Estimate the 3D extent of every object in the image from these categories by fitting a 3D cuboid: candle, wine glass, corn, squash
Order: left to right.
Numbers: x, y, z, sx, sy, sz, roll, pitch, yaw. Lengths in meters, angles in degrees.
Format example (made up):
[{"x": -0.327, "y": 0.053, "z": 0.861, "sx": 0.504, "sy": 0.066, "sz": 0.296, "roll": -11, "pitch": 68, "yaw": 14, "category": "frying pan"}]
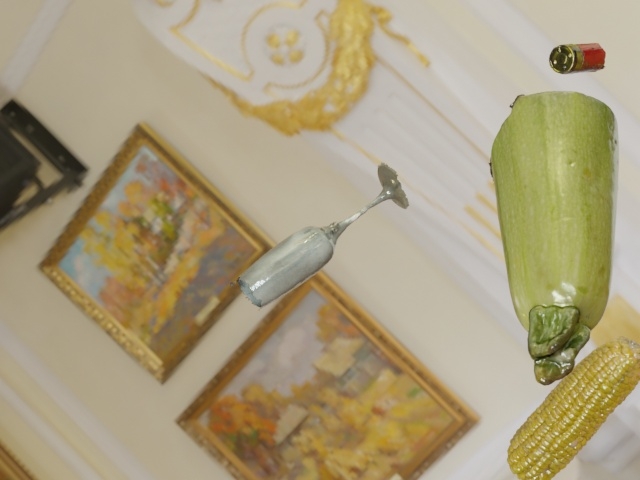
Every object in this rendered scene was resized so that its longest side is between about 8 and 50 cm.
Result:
[{"x": 0.000, "y": 0.000, "z": 1.354, "sx": 0.262, "sy": 0.074, "sz": 0.074, "roll": -36, "pitch": -9, "yaw": -17, "category": "wine glass"}, {"x": 0.222, "y": 0.014, "z": 0.980, "sx": 0.137, "sy": 0.137, "sz": 0.288, "roll": 123, "pitch": 155, "yaw": -61, "category": "squash"}, {"x": 0.388, "y": 0.259, "z": 1.572, "sx": 0.292, "sy": 0.101, "sz": 0.101, "roll": -53, "pitch": -9, "yaw": 26, "category": "corn"}, {"x": 0.439, "y": -0.306, "z": 1.739, "sx": 0.130, "sy": 0.052, "sz": 0.052, "roll": -12, "pitch": -29, "yaw": -45, "category": "candle"}]
